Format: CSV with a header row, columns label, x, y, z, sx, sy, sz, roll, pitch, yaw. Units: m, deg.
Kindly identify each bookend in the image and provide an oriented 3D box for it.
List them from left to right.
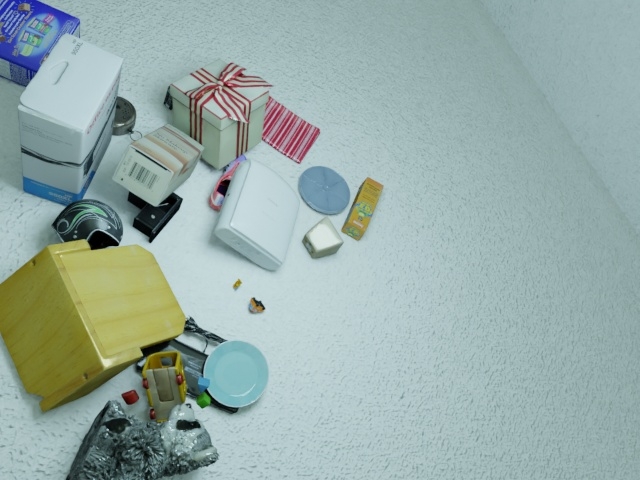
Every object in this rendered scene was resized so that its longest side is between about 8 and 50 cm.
label,x,y,z,sx,sy,sz,roll,pitch,yaw
bookend,-0.531,-0.103,1.733,0.157,0.072,0.156,35,55,-4

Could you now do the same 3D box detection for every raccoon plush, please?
label,x,y,z,sx,sy,sz,roll,pitch,yaw
raccoon plush,-0.453,0.593,1.371,0.299,0.216,0.446,31,85,-18

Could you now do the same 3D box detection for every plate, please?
label,x,y,z,sx,sy,sz,roll,pitch,yaw
plate,-0.238,0.376,1.609,0.188,0.024,0.188,8,66,-19

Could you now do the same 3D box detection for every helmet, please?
label,x,y,z,sx,sy,sz,roll,pitch,yaw
helmet,-0.643,-0.035,1.589,0.161,0.169,0.169,-37,83,-18

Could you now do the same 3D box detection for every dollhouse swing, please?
label,x,y,z,sx,sy,sz,roll,pitch,yaw
dollhouse swing,-0.604,0.207,1.524,0.346,0.315,0.305,59,16,12

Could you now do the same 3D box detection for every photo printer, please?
label,x,y,z,sx,sy,sz,roll,pitch,yaw
photo printer,-0.192,-0.096,1.827,0.256,0.107,0.307,39,50,-33

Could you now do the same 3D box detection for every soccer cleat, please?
label,x,y,z,sx,sy,sz,roll,pitch,yaw
soccer cleat,-0.296,-0.206,1.887,0.083,0.095,0.248,29,56,-9

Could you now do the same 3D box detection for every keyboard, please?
label,x,y,z,sx,sy,sz,roll,pitch,yaw
keyboard,-0.343,0.340,1.612,0.317,0.033,0.201,29,62,-10

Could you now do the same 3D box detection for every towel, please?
label,x,y,z,sx,sy,sz,roll,pitch,yaw
towel,-0.149,-0.424,2.115,0.275,0.031,0.198,34,56,-6

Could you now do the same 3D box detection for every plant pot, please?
label,x,y,z,sx,sy,sz,roll,pitch,yaw
plant pot,0.000,0.000,1.917,0.096,0.109,0.109,-28,78,-22

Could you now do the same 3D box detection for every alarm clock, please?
label,x,y,z,sx,sy,sz,roll,pitch,yaw
alarm clock,-0.651,-0.394,1.842,0.192,0.064,0.129,46,54,-1

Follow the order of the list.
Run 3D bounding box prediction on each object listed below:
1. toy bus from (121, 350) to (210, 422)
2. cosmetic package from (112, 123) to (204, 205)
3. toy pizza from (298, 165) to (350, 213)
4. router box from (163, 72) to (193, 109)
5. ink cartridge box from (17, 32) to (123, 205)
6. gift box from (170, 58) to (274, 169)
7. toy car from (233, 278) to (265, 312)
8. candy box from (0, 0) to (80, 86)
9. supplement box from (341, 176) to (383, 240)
label,x,y,z,sx,sy,sz,roll,pitch,yaw
toy bus,-0.399,0.389,1.495,0.191,0.202,0.104,38,14,-19
cosmetic package,-0.478,-0.235,1.711,0.153,0.129,0.296,32,22,-8
toy pizza,0.013,-0.181,2.060,0.201,0.032,0.201,11,59,-19
router box,-0.481,-0.516,1.966,0.038,0.092,0.122,43,55,1
ink cartridge box,-0.690,-0.316,1.573,0.166,0.395,0.285,21,57,-14
gift box,-0.309,-0.421,1.860,0.276,0.258,0.255,31,52,14
toy car,-0.223,0.178,1.764,0.040,0.060,0.122,-45,66,7
candy box,-0.967,-0.645,1.786,0.317,0.122,0.268,23,58,-14
supplement box,0.154,-0.117,2.066,0.078,0.080,0.233,28,58,-7
